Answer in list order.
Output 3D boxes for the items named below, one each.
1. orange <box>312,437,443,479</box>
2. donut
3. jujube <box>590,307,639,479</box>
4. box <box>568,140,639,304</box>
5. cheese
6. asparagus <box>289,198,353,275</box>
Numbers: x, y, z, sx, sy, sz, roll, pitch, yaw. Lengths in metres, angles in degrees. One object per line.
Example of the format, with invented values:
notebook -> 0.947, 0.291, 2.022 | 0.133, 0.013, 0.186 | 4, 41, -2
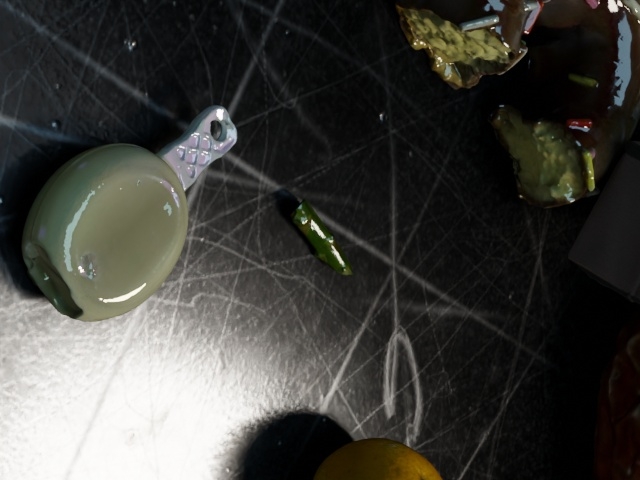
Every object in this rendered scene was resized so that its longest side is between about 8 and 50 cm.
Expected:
orange -> 0.056, 0.272, 1.539 | 0.136, 0.159, 0.159 | -41, 138, 22
donut -> 0.238, -0.214, 1.620 | 0.259, 0.136, 0.345 | -52, 131, -20
jujube -> 0.456, 0.250, 1.840 | 0.276, 0.276, 0.376 | -12, 108, -42
box -> 0.421, -0.003, 1.696 | 0.252, 0.188, 0.153 | -8, 127, -54
cheese -> -0.150, -0.034, 1.327 | 0.227, 0.064, 0.137 | -46, 128, -29
asparagus -> 0.001, 0.000, 1.508 | 0.025, 0.021, 0.108 | -52, 130, -18
